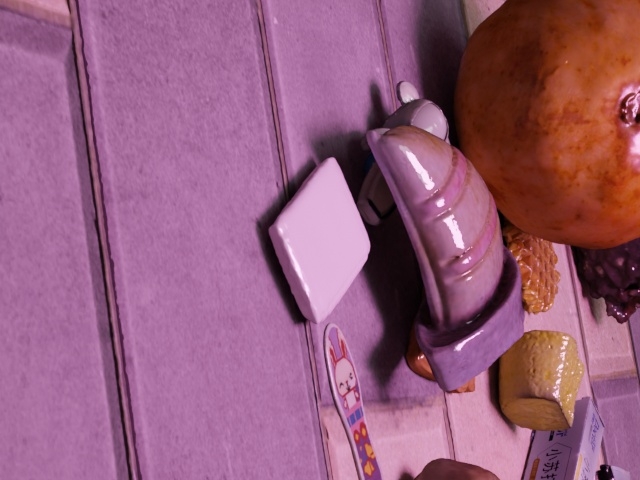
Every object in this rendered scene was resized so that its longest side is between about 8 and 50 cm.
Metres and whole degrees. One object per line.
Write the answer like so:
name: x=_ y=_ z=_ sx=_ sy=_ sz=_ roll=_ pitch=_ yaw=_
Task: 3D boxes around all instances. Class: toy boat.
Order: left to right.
toy boat: x=0.160 y=0.004 z=1.540 sx=0.276 sy=0.111 sz=0.294 roll=-20 pitch=103 yaw=-63

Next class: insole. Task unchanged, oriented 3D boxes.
insole: x=0.034 y=0.181 z=1.401 sx=0.065 sy=0.004 sz=0.197 roll=-24 pitch=100 yaw=-64

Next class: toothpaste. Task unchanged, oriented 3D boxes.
toothpaste: x=0.322 y=0.336 z=1.828 sx=0.071 sy=0.089 sz=0.313 roll=61 pitch=30 yaw=-20

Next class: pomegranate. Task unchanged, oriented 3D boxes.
pomegranate: x=0.353 y=-0.175 z=1.859 sx=0.410 sy=0.410 sz=0.410 roll=38 pitch=46 yaw=-53

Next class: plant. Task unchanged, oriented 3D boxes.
plant: x=0.534 y=0.022 z=2.294 sx=0.234 sy=0.204 sz=0.178 roll=60 pitch=38 yaw=-10

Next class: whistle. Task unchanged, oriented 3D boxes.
whistle: x=0.089 y=-0.093 z=1.567 sx=0.114 sy=0.077 sz=0.236 roll=55 pitch=38 yaw=-19

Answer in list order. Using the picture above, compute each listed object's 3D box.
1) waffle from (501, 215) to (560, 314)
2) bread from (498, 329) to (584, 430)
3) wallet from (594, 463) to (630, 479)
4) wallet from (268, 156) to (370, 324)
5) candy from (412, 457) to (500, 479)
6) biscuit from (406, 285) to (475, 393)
waffle: x=0.315 y=0.022 z=2.015 sx=0.191 sy=0.038 sz=0.191 roll=40 pitch=43 yaw=-52
bread: x=0.293 y=0.185 z=1.812 sx=0.129 sy=0.111 sz=0.114 roll=51 pitch=40 yaw=-46
wallet: x=0.450 y=0.472 z=2.044 sx=0.176 sy=0.075 sz=0.250 roll=31 pitch=51 yaw=-61
wallet: x=0.000 y=0.000 z=1.383 sx=0.124 sy=0.032 sz=0.183 roll=68 pitch=29 yaw=-20
candy: x=0.130 y=0.334 z=1.415 sx=0.234 sy=0.104 sz=0.102 roll=-69 pitch=144 yaw=-49
biscuit: x=0.159 y=0.116 z=1.664 sx=0.250 sy=0.035 sz=0.162 roll=-25 pitch=97 yaw=-63
